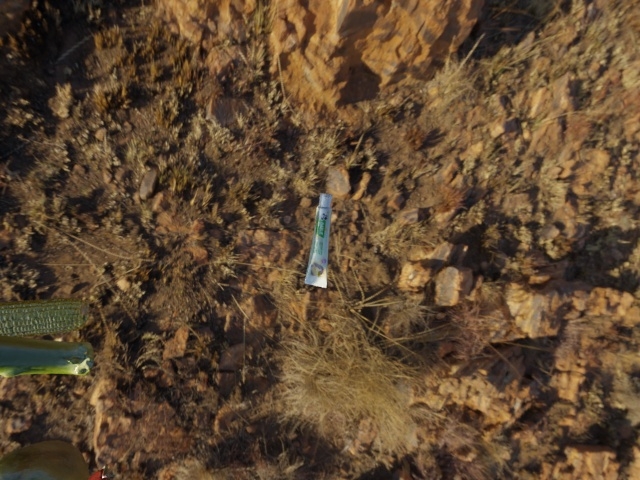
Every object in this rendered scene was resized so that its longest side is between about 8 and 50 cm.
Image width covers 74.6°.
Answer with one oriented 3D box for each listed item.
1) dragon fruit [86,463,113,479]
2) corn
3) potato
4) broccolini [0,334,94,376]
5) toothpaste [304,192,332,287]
[{"bbox_3d":[-0.346,0.411,0.583,0.161,0.127,0.121,-34,143,-37],"label":"dragon fruit"},{"bbox_3d":[-0.595,0.158,0.849,0.238,0.080,0.080,-7,93,-13],"label":"corn"},{"bbox_3d":[-0.766,0.680,1.157,0.269,0.359,0.219,28,76,-6],"label":"potato"},{"bbox_3d":[-0.310,0.046,0.246,0.392,0.073,0.079,27,66,-55],"label":"broccolini"},{"bbox_3d":[0.000,0.000,1.406,0.055,0.058,0.315,1,102,-30],"label":"toothpaste"}]
